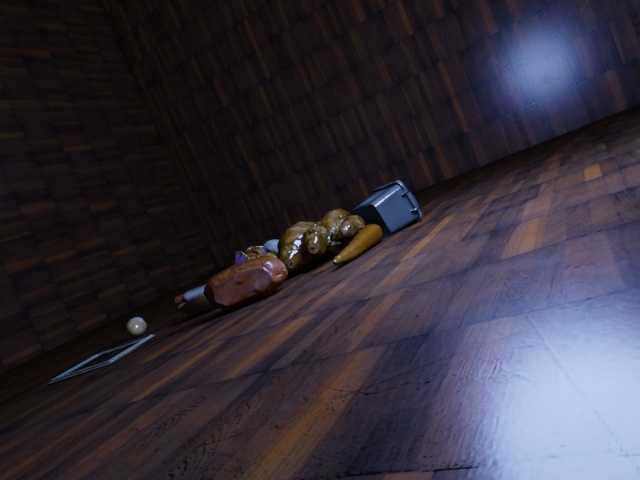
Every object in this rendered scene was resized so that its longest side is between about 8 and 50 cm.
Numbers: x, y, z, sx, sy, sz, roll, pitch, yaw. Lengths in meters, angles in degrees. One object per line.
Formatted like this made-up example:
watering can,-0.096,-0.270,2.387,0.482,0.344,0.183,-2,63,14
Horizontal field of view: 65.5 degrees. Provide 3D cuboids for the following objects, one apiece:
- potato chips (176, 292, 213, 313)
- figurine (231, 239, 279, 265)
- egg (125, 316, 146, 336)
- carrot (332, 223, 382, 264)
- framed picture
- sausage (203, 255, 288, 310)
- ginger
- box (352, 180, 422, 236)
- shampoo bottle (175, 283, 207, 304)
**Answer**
potato chips,-0.393,0.211,1.701,0.208,0.062,0.195,-24,-2,4
figurine,-0.201,0.078,1.777,0.189,0.142,0.263,21,26,30
egg,-0.674,0.317,1.817,0.071,0.071,0.083,-24,7,-10
carrot,0.120,0.011,1.501,0.069,0.069,0.336,-20,8,32
framed picture,-0.679,0.368,1.554,0.273,0.016,0.216,-22,4,21
sausage,-0.219,0.122,1.457,0.258,0.133,0.133,-24,4,8
ginger,0.000,0.003,1.692,0.357,0.153,0.274,-23,16,-16
box,0.224,-0.098,1.742,0.135,0.163,0.243,-34,8,-18
shampoo bottle,-0.593,0.253,2.361,0.220,0.051,0.108,-21,7,22
